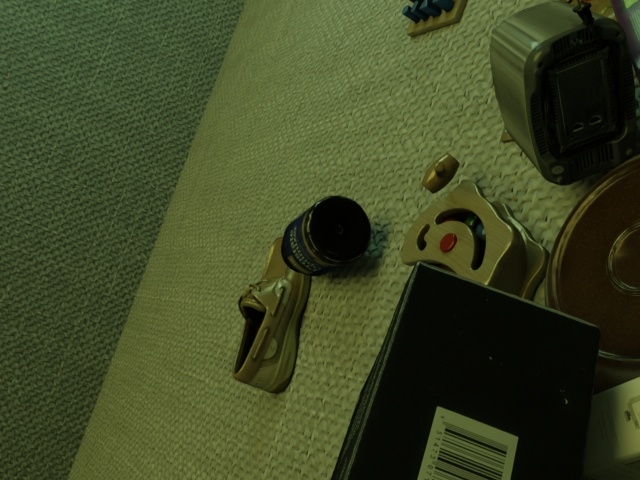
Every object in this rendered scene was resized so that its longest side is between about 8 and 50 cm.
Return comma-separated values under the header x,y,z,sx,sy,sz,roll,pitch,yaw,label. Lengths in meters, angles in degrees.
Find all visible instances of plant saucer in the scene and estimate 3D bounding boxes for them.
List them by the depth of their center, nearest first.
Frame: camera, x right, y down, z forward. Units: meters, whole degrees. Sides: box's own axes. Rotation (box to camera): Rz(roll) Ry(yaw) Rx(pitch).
x,y,z,sx,sy,sz,roll,pitch,yaw,label
0.350,0.023,0.726,0.310,0.050,0.310,-40,37,40,plant saucer

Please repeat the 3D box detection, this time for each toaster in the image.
x,y,z,sx,sy,sz,roll,pitch,yaw,label
0.283,-0.189,0.831,0.129,0.227,0.146,-23,33,2,toaster

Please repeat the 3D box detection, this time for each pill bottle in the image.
x,y,z,sx,sy,sz,roll,pitch,yaw,label
0.000,0.000,1.279,0.219,0.123,0.122,148,139,-68,pill bottle

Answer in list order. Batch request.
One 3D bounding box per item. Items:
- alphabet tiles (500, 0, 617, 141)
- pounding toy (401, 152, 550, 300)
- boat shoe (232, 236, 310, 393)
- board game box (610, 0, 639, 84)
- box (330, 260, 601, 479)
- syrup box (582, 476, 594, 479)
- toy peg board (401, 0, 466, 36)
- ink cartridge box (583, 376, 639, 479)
x,y,z,sx,sy,sz,roll,pitch,yaw,label
0.357,-0.258,0.982,0.198,0.009,0.237,0,69,62,alphabet tiles
0.173,-0.007,0.950,0.154,0.155,0.269,-51,30,18,pounding toy
-0.102,0.128,1.392,0.122,0.110,0.341,-35,40,46,boat shoe
0.435,-0.267,0.754,0.208,0.056,0.346,-42,29,41,board game box
0.094,0.257,0.645,0.312,0.179,0.343,103,-171,-56,box
0.231,0.340,0.632,0.236,0.096,0.093,-66,25,-1,syrup box
0.218,-0.500,1.351,0.161,0.079,0.160,9,77,63,toy peg board
0.327,0.153,0.587,0.198,0.115,0.067,-39,37,41,ink cartridge box
